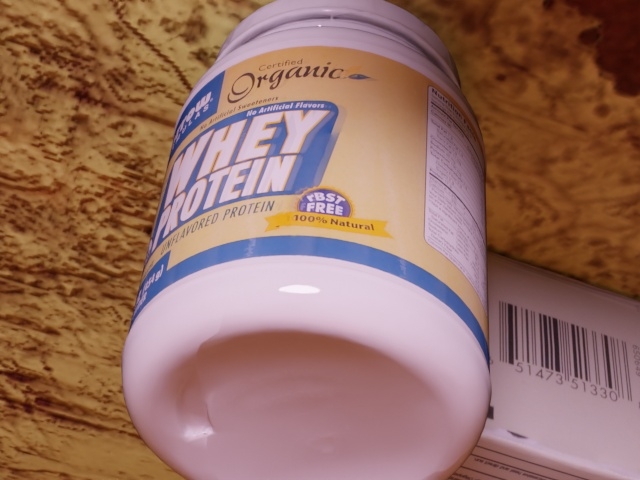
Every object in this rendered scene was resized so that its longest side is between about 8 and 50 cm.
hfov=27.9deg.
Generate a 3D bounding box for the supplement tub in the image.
[{"bbox_3d":[0.000,0.000,0.555,0.144,0.199,0.144,3,136,3],"label":"supplement tub"}]

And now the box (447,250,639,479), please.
[{"bbox_3d":[0.083,0.132,0.734,0.149,0.127,0.232,18,135,-12],"label":"box"}]
